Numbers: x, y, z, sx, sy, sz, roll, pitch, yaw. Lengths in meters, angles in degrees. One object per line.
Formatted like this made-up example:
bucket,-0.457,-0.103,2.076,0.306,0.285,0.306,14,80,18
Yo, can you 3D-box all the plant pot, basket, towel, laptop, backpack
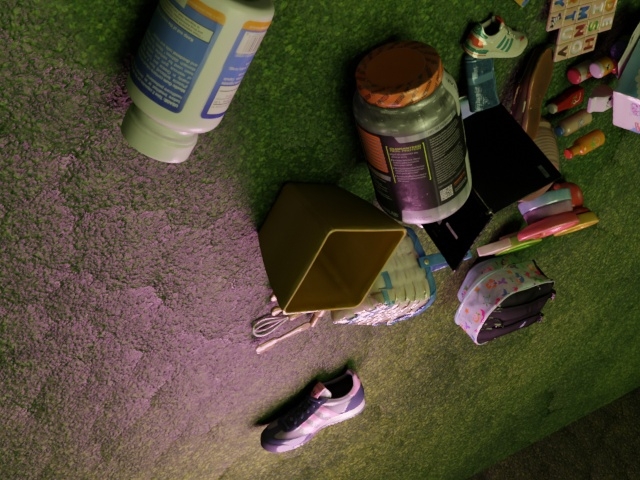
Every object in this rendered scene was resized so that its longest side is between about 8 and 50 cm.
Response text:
plant pot,0.000,0.000,1.710,0.212,0.187,0.212,-1,131,-43
basket,0.161,0.075,1.903,0.288,0.201,0.254,-4,164,-44
towel,0.321,-0.319,1.737,0.067,0.029,0.120,-21,115,-23
plant pot,0.479,-0.168,2.042,0.237,0.110,0.237,-25,145,-19
laptop,0.321,-0.113,1.794,0.136,0.234,0.264,-6,140,-32
backpack,0.484,0.161,2.364,0.253,0.191,0.225,-21,144,-36

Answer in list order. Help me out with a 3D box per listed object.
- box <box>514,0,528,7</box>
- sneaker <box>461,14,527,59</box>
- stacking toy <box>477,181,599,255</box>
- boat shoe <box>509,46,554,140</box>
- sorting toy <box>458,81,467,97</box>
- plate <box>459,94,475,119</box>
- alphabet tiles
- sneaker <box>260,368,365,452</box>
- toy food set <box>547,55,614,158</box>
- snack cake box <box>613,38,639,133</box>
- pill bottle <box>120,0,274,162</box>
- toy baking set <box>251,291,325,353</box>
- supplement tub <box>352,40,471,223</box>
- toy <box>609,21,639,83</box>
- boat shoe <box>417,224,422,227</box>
box,0.402,-0.512,1.629,0.136,0.028,0.081,-49,145,18
sneaker,0.352,-0.399,1.688,0.161,0.057,0.075,-12,144,-30
stacking toy,0.541,-0.064,2.233,0.279,0.131,0.309,-22,170,27
boat shoe,0.440,-0.314,1.859,0.073,0.073,0.207,-4,113,-45
sorting toy,0.306,-0.306,1.797,0.062,0.012,0.083,-40,147,2
plate,0.287,-0.244,1.830,0.188,0.024,0.188,-22,148,-14
alphabet tiles,0.542,-0.486,1.777,0.198,0.009,0.237,-21,133,-26
sneaker,-0.027,0.444,2.315,0.319,0.112,0.131,-26,128,-24
toy food set,0.587,-0.307,1.972,0.104,0.111,0.232,-29,139,-20
snack cake box,0.750,-0.390,1.946,0.264,0.089,0.152,-61,156,-11
pill bottle,-0.190,-0.253,1.258,0.152,0.152,0.272,1,130,-45
toy baking set,-0.058,0.154,1.990,0.196,0.030,0.256,-4,133,-37
supplement tub,0.170,-0.198,1.610,0.193,0.193,0.316,-31,138,-11
toy,0.691,-0.418,1.982,0.137,0.056,0.237,-62,155,-4
boat shoe,0.297,-0.073,2.031,0.184,0.066,0.063,-2,134,-29
